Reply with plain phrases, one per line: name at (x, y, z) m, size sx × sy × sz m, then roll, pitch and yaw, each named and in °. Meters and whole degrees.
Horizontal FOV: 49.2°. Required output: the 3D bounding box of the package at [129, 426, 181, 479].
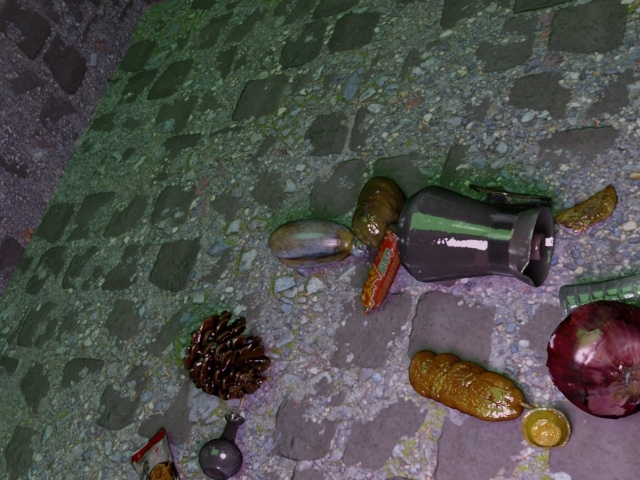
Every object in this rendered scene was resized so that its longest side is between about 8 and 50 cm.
package at (-0.474, 0.678, 2.022) m, size 0.154 × 0.030 × 0.239 m, roll -40°, pitch 45°, yaw 8°

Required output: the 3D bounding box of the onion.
onion at (0.581, 0.240, 1.440) m, size 0.252 × 0.252 × 0.219 m, roll -48°, pitch 14°, yaw -3°

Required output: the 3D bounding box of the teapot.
teapot at (0.398, -0.013, 1.765) m, size 0.343 × 0.253 × 0.300 m, roll 9°, pitch 36°, yaw 32°

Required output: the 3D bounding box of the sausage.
sausage at (0.171, 0.086, 1.899) m, size 0.083 × 0.083 × 0.264 m, roll 41°, pitch 117°, yaw 46°

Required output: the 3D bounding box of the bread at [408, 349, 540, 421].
bread at (0.353, 0.345, 1.624) m, size 0.344 × 0.084 × 0.124 m, roll 14°, pitch 74°, yaw 41°

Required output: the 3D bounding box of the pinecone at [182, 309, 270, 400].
pinecone at (-0.272, 0.340, 1.988) m, size 0.243 × 0.243 × 0.257 m, roll -34°, pitch 65°, yaw 11°

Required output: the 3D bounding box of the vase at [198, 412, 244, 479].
vase at (-0.258, 0.555, 1.905) m, size 0.120 × 0.120 × 0.183 m, roll -13°, pitch 38°, yaw 29°

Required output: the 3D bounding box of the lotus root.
lotus root at (0.000, 0.000, 2.086) m, size 0.322 × 0.158 × 0.140 m, roll -5°, pitch 56°, yaw 23°

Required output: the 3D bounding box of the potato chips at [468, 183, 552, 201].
potato chips at (0.484, -0.127, 1.831) m, size 0.220 × 0.202 × 0.029 m, roll 19°, pitch 106°, yaw 60°

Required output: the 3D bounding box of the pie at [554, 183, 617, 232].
pie at (0.666, -0.071, 1.735) m, size 0.169 × 0.034 × 0.092 m, roll -29°, pitch 44°, yaw 8°

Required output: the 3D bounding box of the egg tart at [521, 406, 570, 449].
egg tart at (0.478, 0.403, 1.485) m, size 0.105 × 0.039 × 0.105 m, roll 2°, pitch 98°, yaw 17°

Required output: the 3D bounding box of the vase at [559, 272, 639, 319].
vase at (0.680, 0.121, 1.512) m, size 0.298 × 0.143 × 0.143 m, roll -17°, pitch 51°, yaw 29°

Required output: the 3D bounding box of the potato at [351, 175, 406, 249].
potato at (0.180, -0.087, 2.019) m, size 0.141 × 0.176 × 0.298 m, roll -8°, pitch 31°, yaw 25°
